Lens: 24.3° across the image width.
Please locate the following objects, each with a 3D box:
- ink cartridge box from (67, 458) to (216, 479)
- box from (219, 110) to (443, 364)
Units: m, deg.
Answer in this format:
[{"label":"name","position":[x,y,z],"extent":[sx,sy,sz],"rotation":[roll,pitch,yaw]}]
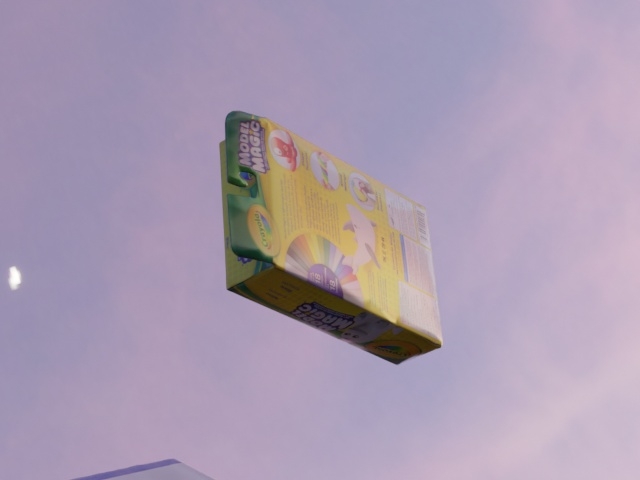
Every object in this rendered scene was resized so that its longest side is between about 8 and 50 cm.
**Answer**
[{"label":"ink cartridge box","position":[0.023,0.168,0.477],"extent":[0.307,0.303,0.072],"rotation":[19,-88,16]},{"label":"box","position":[0.000,0.000,0.890],"extent":[0.043,0.105,0.179],"rotation":[-26,-37,32]}]
